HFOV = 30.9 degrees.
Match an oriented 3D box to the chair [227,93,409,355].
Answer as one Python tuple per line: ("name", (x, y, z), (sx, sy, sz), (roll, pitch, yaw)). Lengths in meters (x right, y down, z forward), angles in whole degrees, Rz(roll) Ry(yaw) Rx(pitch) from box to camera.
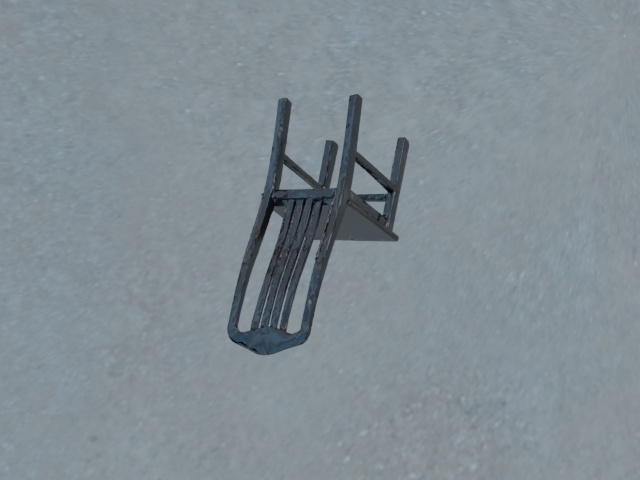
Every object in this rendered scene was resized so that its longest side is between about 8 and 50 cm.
("chair", (0.000, 0.000, 0.919), (0.084, 0.101, 0.212), (1, 71, 31))
